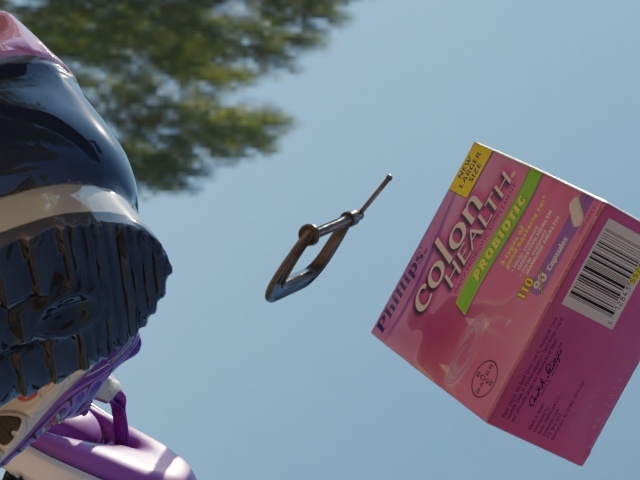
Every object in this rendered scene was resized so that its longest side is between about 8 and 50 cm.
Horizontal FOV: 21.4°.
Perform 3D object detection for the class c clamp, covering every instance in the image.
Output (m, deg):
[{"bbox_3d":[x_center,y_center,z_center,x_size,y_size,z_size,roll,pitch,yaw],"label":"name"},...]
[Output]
[{"bbox_3d":[0.000,0.000,1.686,0.022,0.161,0.137,39,-62,12],"label":"c clamp"}]

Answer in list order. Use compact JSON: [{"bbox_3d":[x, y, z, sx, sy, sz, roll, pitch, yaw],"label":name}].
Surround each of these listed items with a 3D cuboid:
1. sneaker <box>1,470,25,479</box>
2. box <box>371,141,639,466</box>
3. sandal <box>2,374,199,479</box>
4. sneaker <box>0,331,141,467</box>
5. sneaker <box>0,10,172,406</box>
[{"bbox_3d":[-0.266,0.270,1.414,0.124,0.107,0.283,-48,180,19],"label":"sneaker"},{"bbox_3d":[0.187,0.050,1.536,0.213,0.117,0.243,-62,-153,4],"label":"box"},{"bbox_3d":[-0.258,0.088,1.325,0.102,0.416,0.169,-57,-174,11],"label":"sandal"},{"bbox_3d":[-0.178,0.105,1.055,0.068,0.170,0.071,51,-2,33],"label":"sneaker"},{"bbox_3d":[-0.217,0.005,0.534,0.112,0.319,0.131,106,-33,-50],"label":"sneaker"}]
